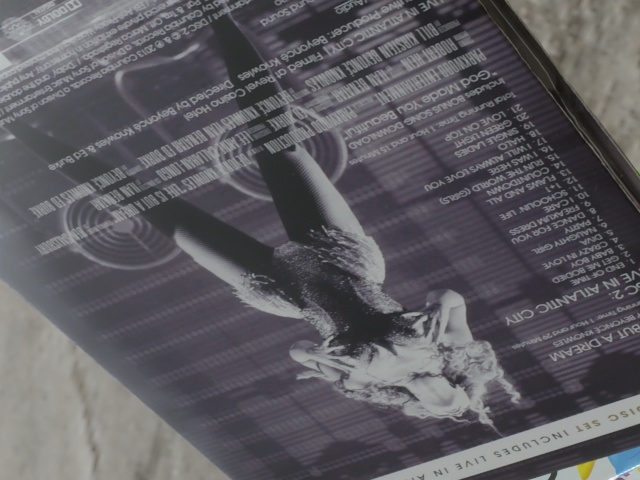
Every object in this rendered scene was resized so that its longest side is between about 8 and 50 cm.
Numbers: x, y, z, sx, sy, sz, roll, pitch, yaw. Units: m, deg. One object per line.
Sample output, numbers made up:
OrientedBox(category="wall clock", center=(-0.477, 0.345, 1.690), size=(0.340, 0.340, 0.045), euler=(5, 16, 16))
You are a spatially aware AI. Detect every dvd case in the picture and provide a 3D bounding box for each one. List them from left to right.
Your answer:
OrientedBox(category="dvd case", center=(0.000, 0.000, 0.451), size=(0.164, 0.221, 0.018), euler=(-22, 39, 29))

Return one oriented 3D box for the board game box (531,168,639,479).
OrientedBox(category="board game box", center=(0.179, 0.058, 0.750), size=(0.275, 0.144, 0.142), euler=(-41, 38, 52))
